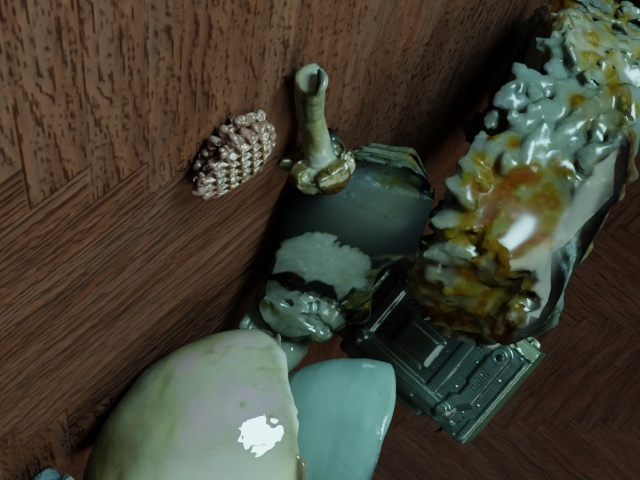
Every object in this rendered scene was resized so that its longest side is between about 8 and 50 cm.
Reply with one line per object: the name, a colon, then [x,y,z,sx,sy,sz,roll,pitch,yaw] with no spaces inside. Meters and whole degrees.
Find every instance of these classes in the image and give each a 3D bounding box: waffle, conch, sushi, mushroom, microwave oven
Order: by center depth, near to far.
waffle: [-0.068,-0.065,0.948,0.083,0.029,0.075,-23,150,-54]
mushroom: [-0.006,-0.090,1.014,0.061,0.060,0.187,-38,158,-10]
mushroom: [-0.135,0.160,1.175,0.236,0.173,0.162,5,-90,64]
sushi: [0.013,0.014,1.228,0.109,0.134,0.273,-74,-176,-54]
conch: [-0.003,0.211,1.242,0.121,0.185,0.221,12,118,-35]
sushi: [0.222,-0.075,1.298,0.417,0.175,0.418,22,90,-85]
microwave oven: [0.159,0.144,1.692,0.194,0.240,0.145,-49,166,3]

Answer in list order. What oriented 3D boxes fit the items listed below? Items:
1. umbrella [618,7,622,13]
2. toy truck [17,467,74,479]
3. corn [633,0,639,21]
umbrella: [0.318,-0.255,1.510,0.066,0.059,0.235,-7,-170,37]
toy truck: [-0.294,0.343,1.135,0.272,0.124,0.157,-57,164,27]
corn: [0.499,-0.329,1.676,0.144,0.144,0.387,-48,166,-3]
